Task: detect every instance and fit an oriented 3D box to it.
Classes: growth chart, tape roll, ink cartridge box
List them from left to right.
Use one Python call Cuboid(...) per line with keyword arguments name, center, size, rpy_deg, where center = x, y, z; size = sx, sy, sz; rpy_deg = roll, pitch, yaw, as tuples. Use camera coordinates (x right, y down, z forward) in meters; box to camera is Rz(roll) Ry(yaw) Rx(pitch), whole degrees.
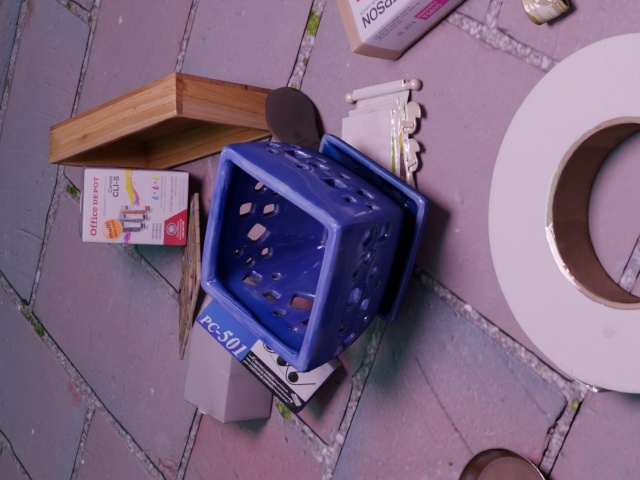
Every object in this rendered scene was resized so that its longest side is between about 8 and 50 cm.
Cuboid(name="ink cartridge box", center=(-0.321, -0.061, 1.918), size=(0.127, 0.176, 0.128), rpy_deg=(-155, 67, -76))
Cuboid(name="ink cartridge box", center=(-0.077, 0.151, 1.665), size=(0.207, 0.046, 0.097), rpy_deg=(43, 107, 8))
Cuboid(name="growth chart", center=(0.080, -0.109, 1.578), size=(0.172, 0.021, 0.237), rpy_deg=(10, 98, 50))
Cuboid(name="ink cartridge box", center=(0.113, -0.384, 1.483), size=(0.234, 0.088, 0.193), rpy_deg=(-36, 63, 44))
Cuboid(name="tape roll", center=(0.347, -0.027, 1.217), size=(0.392, 0.072, 0.392), rpy_deg=(2, 93, 50))

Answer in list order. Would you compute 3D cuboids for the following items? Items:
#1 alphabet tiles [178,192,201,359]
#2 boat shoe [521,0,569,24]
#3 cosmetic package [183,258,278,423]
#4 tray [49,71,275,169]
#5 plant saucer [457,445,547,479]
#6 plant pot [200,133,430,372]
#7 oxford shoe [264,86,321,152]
Cuboid(name="alphabet tiles", center=(-0.219, 0.046, 1.863), size=(0.237, 0.009, 0.198), rpy_deg=(-98, 18, -45))
Cuboid(name="boat shoe", center=(0.256, -0.336, 1.340), size=(0.048, 0.056, 0.153), rpy_deg=(-22, 75, 39))
Cuboid(name="cosmetic package", center=(-0.137, 0.159, 1.786), size=(0.127, 0.107, 0.238), rpy_deg=(22, 110, 48))
Cuboid(name="tray", center=(-0.263, -0.186, 1.849), size=(0.411, 0.202, 0.076), rpy_deg=(-12, 77, 50))
Cuboid(name="plant saucer", center=(0.236, 0.339, 1.389), size=(0.168, 0.029, 0.169), rpy_deg=(1, 91, 51))
Cuboid(name="plant pot", center=(0.000, 0.000, 1.497), size=(0.236, 0.212, 0.236), rpy_deg=(37, 129, 35))
Cuboid(name="oxford shoe", center=(-0.033, -0.145, 1.683), size=(0.076, 0.076, 0.212), rpy_deg=(81, 169, -54))
